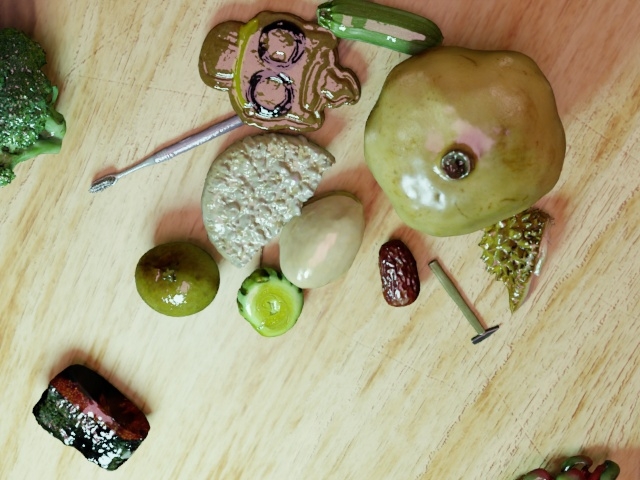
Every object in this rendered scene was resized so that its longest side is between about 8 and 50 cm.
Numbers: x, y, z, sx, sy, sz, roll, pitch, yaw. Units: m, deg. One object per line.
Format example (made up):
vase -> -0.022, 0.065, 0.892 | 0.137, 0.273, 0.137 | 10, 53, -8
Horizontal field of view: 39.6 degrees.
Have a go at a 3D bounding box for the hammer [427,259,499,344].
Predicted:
hammer -> 0.272, 0.114, 1.716 | 0.062, 0.013, 0.199 | -32, 108, 15

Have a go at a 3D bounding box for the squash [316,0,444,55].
squash -> 0.100, -0.362, 1.496 | 0.219, 0.077, 0.068 | 11, 147, -5

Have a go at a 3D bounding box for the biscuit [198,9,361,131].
biscuit -> -0.069, -0.290, 1.546 | 0.291, 0.041, 0.208 | 13, 107, -2

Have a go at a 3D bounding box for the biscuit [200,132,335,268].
biscuit -> -0.116, -0.098, 1.618 | 0.179, 0.084, 0.281 | 43, 107, -9

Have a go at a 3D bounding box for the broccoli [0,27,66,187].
broccoli -> -0.550, -0.232, 1.524 | 0.242, 0.269, 0.261 | 23, 92, -42

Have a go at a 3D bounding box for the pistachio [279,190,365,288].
pistachio -> 0.000, 0.000, 1.631 | 0.145, 0.117, 0.200 | 31, 110, -4

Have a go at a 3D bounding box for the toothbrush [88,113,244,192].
toothbrush -> -0.274, -0.161, 1.628 | 0.354, 0.029, 0.024 | -23, 113, 12

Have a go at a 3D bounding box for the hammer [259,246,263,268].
hammer -> -0.116, 0.055, 1.718 | 0.029, 0.014, 0.122 | 2, 110, -9

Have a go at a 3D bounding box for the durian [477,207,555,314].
durian -> 0.365, 0.047, 1.647 | 0.140, 0.078, 0.224 | -2, 111, 5

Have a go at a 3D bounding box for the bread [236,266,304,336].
bread -> -0.098, 0.115, 1.698 | 0.139, 0.071, 0.130 | 29, 99, -30

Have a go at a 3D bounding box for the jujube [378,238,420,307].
jujube -> 0.146, 0.061, 1.674 | 0.077, 0.077, 0.129 | -12, 100, 8

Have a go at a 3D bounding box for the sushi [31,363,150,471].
sushi -> -0.465, 0.361, 1.802 | 0.225, 0.136, 0.126 | 43, 100, -8

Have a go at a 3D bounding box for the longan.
longan -> -0.268, 0.069, 1.651 | 0.155, 0.176, 0.145 | -23, 73, 3

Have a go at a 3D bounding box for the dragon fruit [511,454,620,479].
dragon fruit -> 0.473, 0.555, 1.798 | 0.198, 0.218, 0.272 | 3, 113, -38

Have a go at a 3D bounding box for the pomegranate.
pomegranate -> 0.234, -0.160, 1.446 | 0.333, 0.332, 0.332 | 1, 113, 3
